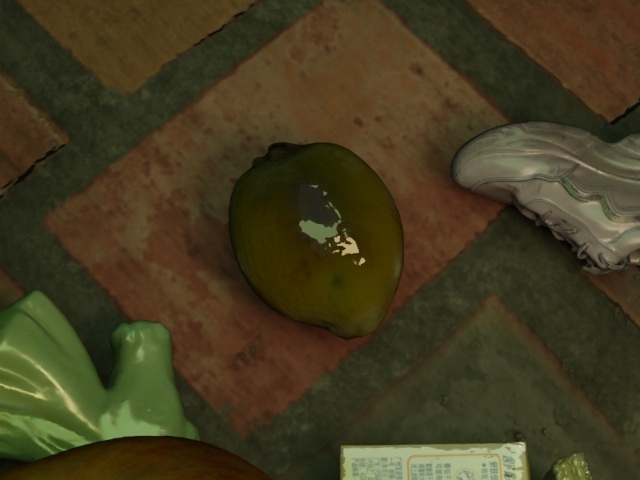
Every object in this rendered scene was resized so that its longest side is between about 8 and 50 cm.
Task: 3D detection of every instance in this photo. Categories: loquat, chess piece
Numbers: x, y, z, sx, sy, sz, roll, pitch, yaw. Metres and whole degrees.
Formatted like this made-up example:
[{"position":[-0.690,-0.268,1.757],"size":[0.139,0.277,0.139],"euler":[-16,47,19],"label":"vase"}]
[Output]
[{"position":[0.000,0.000,1.558],"size":[0.152,0.152,0.195],"euler":[-26,79,-9],"label":"loquat"},{"position":[-0.242,0.126,1.520],"size":[0.298,0.176,0.176],"euler":[21,70,-6],"label":"chess piece"}]

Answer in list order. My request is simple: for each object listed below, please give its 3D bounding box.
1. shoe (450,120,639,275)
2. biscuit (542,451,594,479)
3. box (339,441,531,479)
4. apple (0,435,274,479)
[{"position":[0.239,-0.031,1.591],"size":[0.245,0.095,0.137],"euler":[4,66,-5],"label":"shoe"},{"position":[0.230,0.308,1.429],"size":[0.046,0.147,0.250],"euler":[-13,69,-6],"label":"biscuit"},{"position":[0.099,0.306,1.458],"size":[0.168,0.097,0.265],"euler":[-3,69,0],"label":"box"},{"position":[-0.155,0.333,1.288],"size":[0.400,0.333,0.400],"euler":[-28,34,21],"label":"apple"}]
